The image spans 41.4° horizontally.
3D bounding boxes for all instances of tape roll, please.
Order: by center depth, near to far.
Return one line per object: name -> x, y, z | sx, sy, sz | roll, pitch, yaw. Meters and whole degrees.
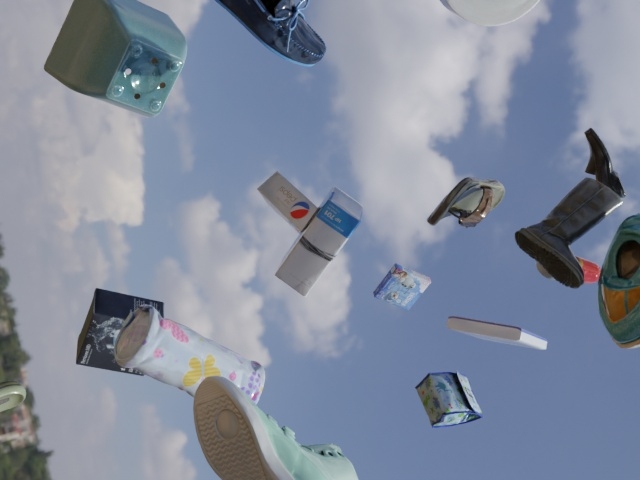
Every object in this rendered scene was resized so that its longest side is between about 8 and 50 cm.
tape roll -> 0.407, -0.662, 2.022 | 0.100, 0.286, 0.286 | -105, -171, -69

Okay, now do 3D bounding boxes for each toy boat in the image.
toy boat -> 0.569, 0.068, 1.661 | 0.318, 0.148, 0.267 | 10, -93, 66

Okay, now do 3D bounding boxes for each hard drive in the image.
hard drive -> 0.516, 0.269, 2.448 | 0.210, 0.318, 0.040 | 8, -97, 28

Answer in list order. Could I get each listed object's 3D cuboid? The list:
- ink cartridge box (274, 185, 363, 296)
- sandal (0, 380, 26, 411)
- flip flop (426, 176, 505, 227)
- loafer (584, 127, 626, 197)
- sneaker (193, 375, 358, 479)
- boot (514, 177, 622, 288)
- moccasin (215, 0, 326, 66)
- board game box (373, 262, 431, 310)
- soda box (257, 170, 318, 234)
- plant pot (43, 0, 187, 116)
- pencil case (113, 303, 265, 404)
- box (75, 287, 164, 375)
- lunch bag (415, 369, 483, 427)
ink cartridge box -> 0.000, 0.000, 1.679 | 0.191, 0.082, 0.139 | -53, -175, 14
sandal -> -0.712, 0.368, 1.638 | 0.086, 0.302, 0.120 | 59, -28, 15
flip flop -> 0.321, -0.070, 1.776 | 0.080, 0.277, 0.112 | 52, -59, 21
loafer -> 0.604, -0.161, 1.840 | 0.170, 0.061, 0.062 | 65, 21, -5
sneaker -> -0.053, 0.274, 1.098 | 0.094, 0.151, 0.256 | -46, -106, 25
boot -> 0.517, -0.019, 1.677 | 0.189, 0.208, 0.076 | 49, -20, 35
moccasin -> -0.109, -0.518, 1.907 | 0.117, 0.342, 0.138 | -34, -140, 36
board game box -> 0.174, 0.100, 1.811 | 0.090, 0.090, 0.020 | -56, -155, 29
soda box -> -0.054, -0.068, 1.967 | 0.216, 0.069, 0.074 | 43, -8, 37
plant pot -> -0.455, -0.424, 1.983 | 0.252, 0.247, 0.248 | 43, -71, 45
pencil case -> -0.229, 0.216, 1.495 | 0.113, 0.273, 0.124 | -61, -152, -7
box -> -0.444, 0.205, 1.876 | 0.093, 0.158, 0.156 | -106, -144, -53
lunch bag -> 0.348, 0.417, 2.233 | 0.096, 0.151, 0.129 | -54, -136, 41
